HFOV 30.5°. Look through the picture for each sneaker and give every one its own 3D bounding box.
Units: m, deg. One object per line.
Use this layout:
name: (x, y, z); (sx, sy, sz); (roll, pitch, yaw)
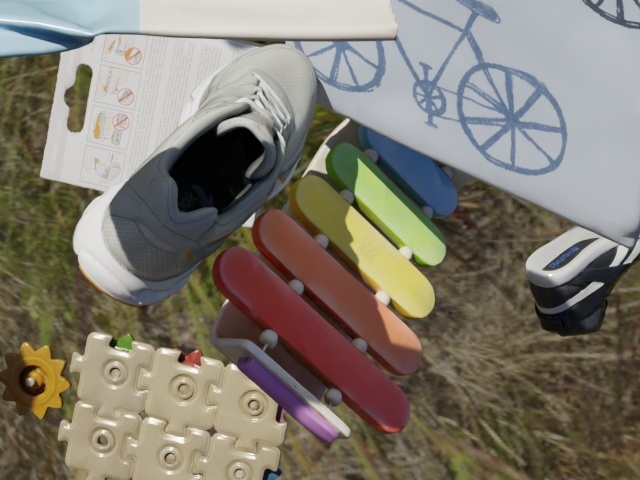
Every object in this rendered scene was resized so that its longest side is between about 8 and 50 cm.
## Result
sneaker: (0.328, 0.034, 1.370); (0.217, 0.079, 0.121); (-28, 125, -22)
sneaker: (-0.052, -0.063, 0.800); (0.099, 0.121, 0.262); (44, 47, -12)

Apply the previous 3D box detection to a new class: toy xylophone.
toy xylophone: (0.000, 0.000, 0.955); (0.236, 0.081, 0.323); (37, 55, -24)

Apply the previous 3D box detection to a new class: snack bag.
snack bag: (0.096, -0.189, 0.779); (0.037, 0.323, 0.342); (-39, 144, -35)

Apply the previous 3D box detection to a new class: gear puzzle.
gear puzzle: (-0.200, 0.193, 1.310); (0.339, 0.044, 0.175); (12, 97, 7)

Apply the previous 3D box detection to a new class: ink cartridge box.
ink cartridge box: (-0.153, -0.125, 1.185); (0.225, 0.056, 0.181); (13, 101, 3)

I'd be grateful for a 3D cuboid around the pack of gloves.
pack of gloves: (-0.100, -0.118, 0.487); (0.232, 0.195, 0.046); (-4, 134, -8)
